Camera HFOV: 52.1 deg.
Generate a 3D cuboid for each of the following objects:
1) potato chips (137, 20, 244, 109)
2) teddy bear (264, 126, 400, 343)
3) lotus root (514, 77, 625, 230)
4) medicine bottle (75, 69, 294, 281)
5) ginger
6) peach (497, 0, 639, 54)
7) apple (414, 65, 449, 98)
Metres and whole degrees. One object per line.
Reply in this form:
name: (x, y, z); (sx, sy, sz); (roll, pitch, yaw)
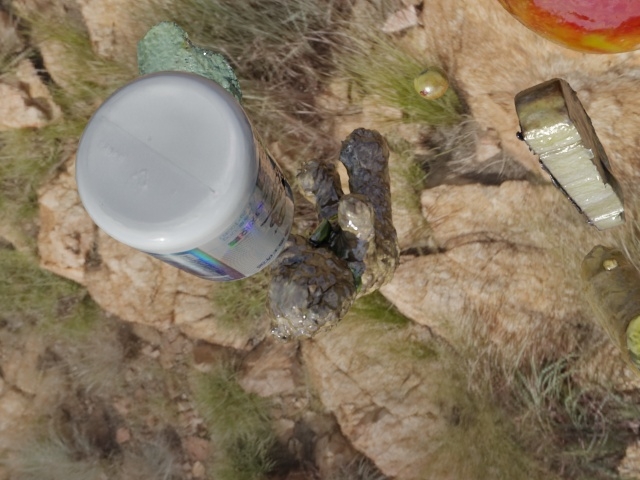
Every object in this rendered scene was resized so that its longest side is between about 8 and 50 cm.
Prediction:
potato chips: (-0.206, -0.216, 0.976); (0.228, 0.059, 0.167); (41, 83, 0)
teddy bear: (-0.004, -0.009, 0.960); (0.246, 0.222, 0.296); (-31, 69, 45)
lotus root: (0.373, -0.144, 0.977); (0.074, 0.260, 0.170); (-25, 48, 32)
medicine bottle: (-0.077, -0.030, 0.452); (0.106, 0.191, 0.107); (-2, 79, 8)
ginger: (0.614, 0.151, 1.291); (0.126, 0.354, 0.190); (-17, 124, 10)
peach: (0.366, -0.424, 0.857); (0.372, 0.290, 0.373); (-3, 125, -5)
apple: (0.274, -0.391, 1.619); (0.084, 0.084, 0.071); (-32, 122, 22)
